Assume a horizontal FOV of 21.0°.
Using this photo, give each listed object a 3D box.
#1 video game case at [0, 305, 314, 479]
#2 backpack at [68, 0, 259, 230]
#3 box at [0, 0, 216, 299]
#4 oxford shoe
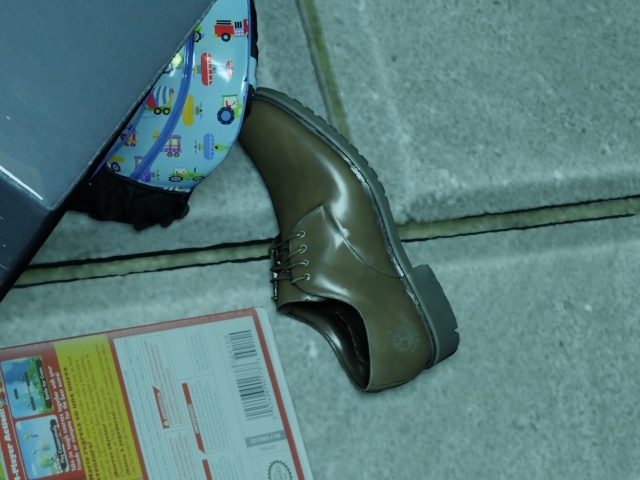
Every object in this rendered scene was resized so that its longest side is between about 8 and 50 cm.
[{"bbox_3d":[-0.135,0.158,1.062,0.285,0.025,0.204,-8,75,-31],"label":"video game case"},{"bbox_3d":[-0.110,-0.105,1.092,0.116,0.173,0.158,10,67,-25],"label":"backpack"},{"bbox_3d":[-0.276,-0.111,0.907,0.343,0.312,0.179,36,54,-6],"label":"box"},{"bbox_3d":[0.000,0.000,1.166,0.096,0.083,0.227,-30,85,-30],"label":"oxford shoe"}]
